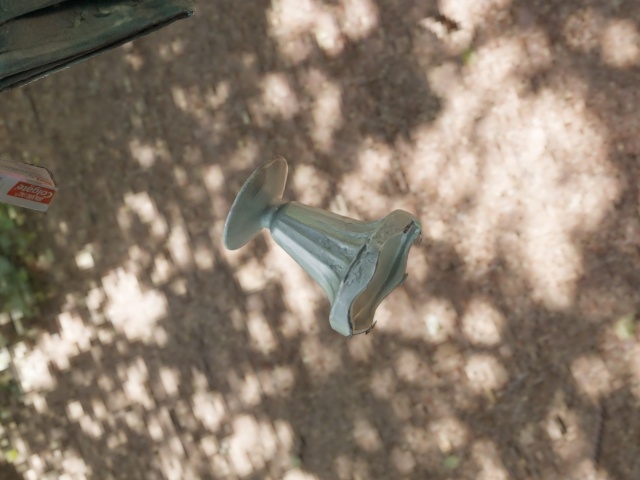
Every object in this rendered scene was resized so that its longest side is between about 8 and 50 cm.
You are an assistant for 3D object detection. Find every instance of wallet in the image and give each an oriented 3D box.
[{"bbox_3d":[-0.300,-0.333,1.373,0.342,0.237,0.075,59,153,10],"label":"wallet"}]

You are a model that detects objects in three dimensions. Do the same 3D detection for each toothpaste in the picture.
[{"bbox_3d":[-0.416,-0.081,1.723,0.040,0.196,0.047,45,110,37],"label":"toothpaste"}]

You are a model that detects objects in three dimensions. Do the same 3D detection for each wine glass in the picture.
[{"bbox_3d":[0.000,0.000,1.609,0.196,0.165,0.165,31,140,13],"label":"wine glass"}]
